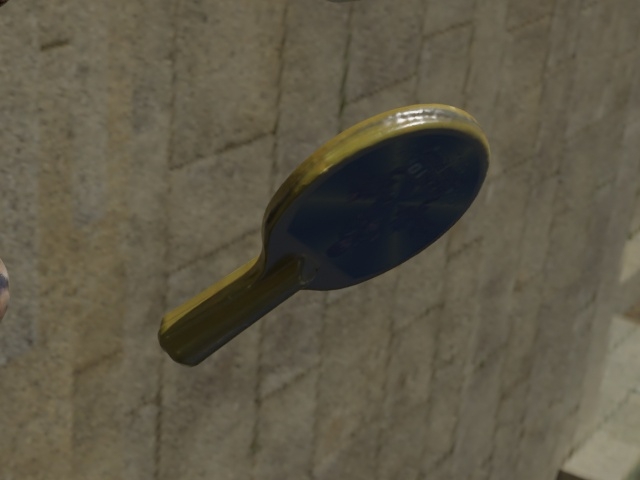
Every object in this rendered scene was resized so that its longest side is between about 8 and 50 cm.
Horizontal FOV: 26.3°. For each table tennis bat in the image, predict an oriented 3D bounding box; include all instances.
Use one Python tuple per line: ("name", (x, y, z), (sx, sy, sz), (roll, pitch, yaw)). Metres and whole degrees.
("table tennis bat", (0.000, 0.000, 1.124), (0.321, 0.050, 0.198), (-36, 148, 8))

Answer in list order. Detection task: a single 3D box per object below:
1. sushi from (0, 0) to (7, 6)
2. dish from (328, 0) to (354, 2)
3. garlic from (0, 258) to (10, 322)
("sushi", (-0.509, -0.264, 1.587), (0.140, 0.287, 0.149), (113, -10, -68))
("dish", (0.060, -0.198, 0.725), (0.182, 0.080, 0.243), (-47, 169, 7))
("garlic", (-0.357, 0.018, 1.081), (0.214, 0.191, 0.160), (-9, 118, -21))
